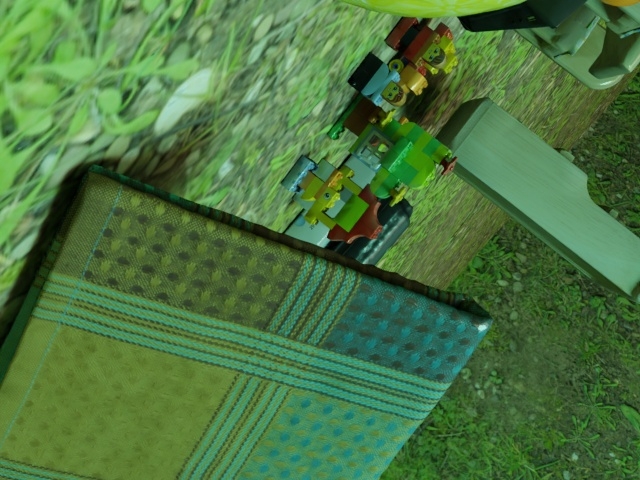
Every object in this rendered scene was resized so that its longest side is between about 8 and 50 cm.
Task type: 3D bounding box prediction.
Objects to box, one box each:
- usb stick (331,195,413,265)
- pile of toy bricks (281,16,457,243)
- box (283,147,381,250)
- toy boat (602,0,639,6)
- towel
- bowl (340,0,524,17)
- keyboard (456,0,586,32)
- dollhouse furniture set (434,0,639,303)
[{"bbox_3d":[-0.007,0.065,1.039,0.278,0.045,0.077,-50,167,-8],"label":"usb stick"},{"bbox_3d":[0.067,-0.084,0.898,0.212,0.105,0.118,-53,168,6],"label":"pile of toy bricks"},{"bbox_3d":[0.000,0.000,1.073,0.186,0.038,0.145,-51,168,-6],"label":"box"},{"bbox_3d":[0.196,-0.236,0.811,0.151,0.151,0.231,-51,168,0],"label":"toy boat"},{"bbox_3d":[-0.093,0.141,0.684,0.370,0.271,0.040,-59,-157,28],"label":"towel"},{"bbox_3d":[0.113,-0.212,0.461,0.289,0.156,0.289,-45,158,-24],"label":"bowl"},{"bbox_3d":[0.226,-0.228,0.611,0.317,0.033,0.201,-42,-158,-12],"label":"keyboard"},{"bbox_3d":[0.338,-0.171,1.081,0.394,0.256,0.362,-52,-175,3],"label":"dollhouse furniture set"}]
